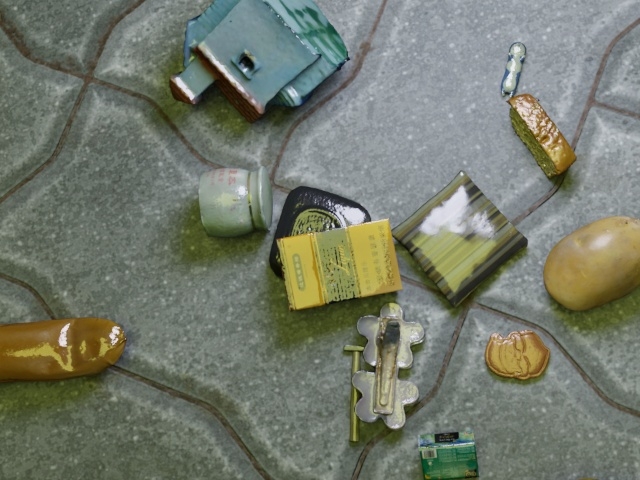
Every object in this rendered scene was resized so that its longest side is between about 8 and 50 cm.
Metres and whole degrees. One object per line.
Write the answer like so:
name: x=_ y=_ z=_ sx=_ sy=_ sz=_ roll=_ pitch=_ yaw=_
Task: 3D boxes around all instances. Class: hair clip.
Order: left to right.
hair clip: x=0.139 y=0.255 z=1.912 sx=0.146 sy=0.075 sz=0.257 roll=7 pitch=87 yaw=-8

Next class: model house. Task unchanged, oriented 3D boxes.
model house: x=-0.154 y=-0.387 z=2.013 sx=0.329 sy=0.251 sz=0.295 roll=-41 pitch=100 yaw=22

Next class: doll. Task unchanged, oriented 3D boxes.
doll: x=0.412 y=-0.366 z=2.001 sx=0.037 sy=0.027 sz=0.125 roll=14 pitch=82 yaw=3

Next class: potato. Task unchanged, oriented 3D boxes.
potato: x=0.553 y=0.041 z=1.861 sx=0.234 sy=0.146 sz=0.150 roll=-30 pitch=47 yaw=3

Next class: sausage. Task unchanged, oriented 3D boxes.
sausage: x=-0.578 y=0.234 z=1.996 sx=0.354 sy=0.116 sz=0.134 roll=-3 pitch=65 yaw=5

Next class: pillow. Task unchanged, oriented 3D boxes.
pillow: x=0.287 y=-0.006 z=1.943 sx=0.208 sy=0.052 sz=0.212 roll=-40 pitch=79 yaw=-3

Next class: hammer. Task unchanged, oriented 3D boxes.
hammer: x=0.076 y=0.316 z=1.936 sx=0.062 sy=0.013 sz=0.199 roll=0 pitch=80 yaw=8

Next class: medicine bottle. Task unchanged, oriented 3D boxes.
medicine bottle: x=-0.175 y=-0.082 z=1.975 sx=0.143 sy=0.147 sz=0.147 roll=-6 pitch=79 yaw=6

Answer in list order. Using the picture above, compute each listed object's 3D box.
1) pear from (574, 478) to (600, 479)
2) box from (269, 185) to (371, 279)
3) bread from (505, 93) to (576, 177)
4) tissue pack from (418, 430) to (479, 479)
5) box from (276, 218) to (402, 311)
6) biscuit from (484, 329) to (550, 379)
pear: x=0.512 y=0.587 z=1.685 sx=0.314 sy=0.314 sz=0.314 roll=-1 pitch=80 yaw=8
box: x=0.000 y=0.000 z=1.988 sx=0.201 sy=0.042 sz=0.212 roll=16 pitch=83 yaw=10
bread: x=0.453 y=-0.217 z=1.931 sx=0.065 sy=0.103 sz=0.187 roll=-35 pitch=75 yaw=1
tissue pack: x=0.254 y=0.423 z=1.864 sx=0.111 sy=0.079 sz=0.085 roll=-7 pitch=111 yaw=7
box: x=0.038 y=0.051 z=1.923 sx=0.237 sy=0.070 sz=0.152 roll=-10 pitch=87 yaw=-5
biscuit: x=0.400 y=0.232 z=1.901 sx=0.130 sy=0.019 sz=0.102 roll=1 pitch=81 yaw=8
